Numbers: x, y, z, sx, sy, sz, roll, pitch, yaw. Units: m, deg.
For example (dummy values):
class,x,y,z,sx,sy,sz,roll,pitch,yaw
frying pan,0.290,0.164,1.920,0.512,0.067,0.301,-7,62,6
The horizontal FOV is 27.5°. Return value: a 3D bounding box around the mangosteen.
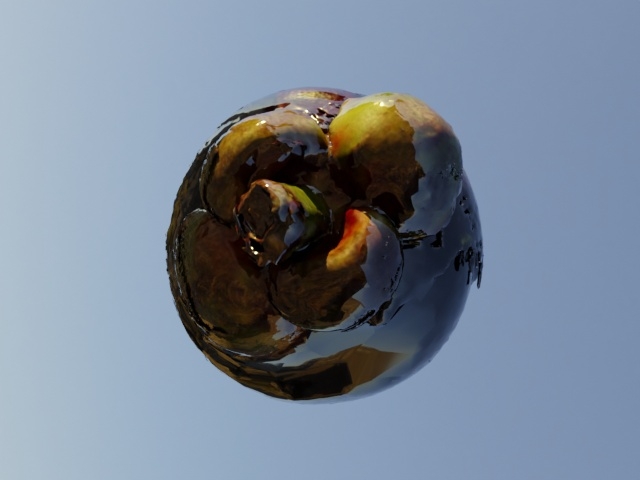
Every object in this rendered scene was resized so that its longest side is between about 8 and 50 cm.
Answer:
class,x,y,z,sx,sy,sz,roll,pitch,yaw
mangosteen,0.002,-0.015,1.512,0.421,0.381,0.381,80,-17,-56
